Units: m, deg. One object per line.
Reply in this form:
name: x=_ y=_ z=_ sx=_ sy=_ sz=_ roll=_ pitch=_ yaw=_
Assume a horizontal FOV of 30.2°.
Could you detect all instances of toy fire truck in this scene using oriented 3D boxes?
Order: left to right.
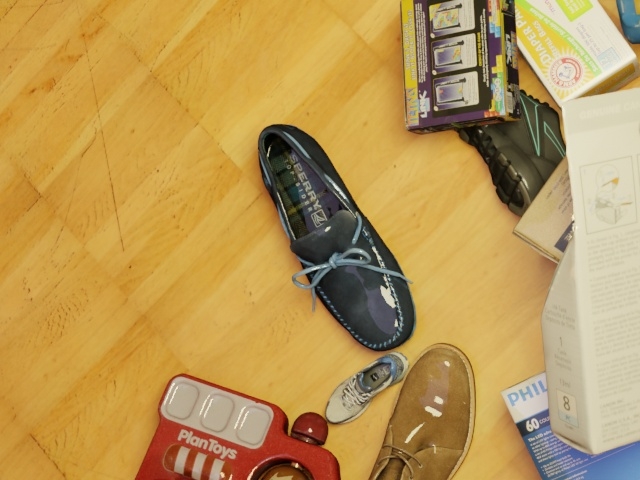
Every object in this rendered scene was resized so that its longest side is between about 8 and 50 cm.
toy fire truck: x=-0.105 y=0.327 z=1.566 sx=0.302 sy=0.169 sz=0.253 roll=15 pitch=72 yaw=18

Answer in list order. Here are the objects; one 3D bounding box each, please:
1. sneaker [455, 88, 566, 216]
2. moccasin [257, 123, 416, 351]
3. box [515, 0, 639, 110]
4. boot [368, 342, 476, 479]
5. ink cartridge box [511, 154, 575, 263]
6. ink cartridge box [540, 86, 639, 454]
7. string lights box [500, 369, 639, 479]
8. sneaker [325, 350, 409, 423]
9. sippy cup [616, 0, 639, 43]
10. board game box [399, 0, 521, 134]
sneaker: x=0.240 y=-0.152 z=1.531 sx=0.106 sy=0.101 sz=0.267 roll=-22 pitch=70 yaw=-15
moccasin: x=0.000 y=0.000 z=1.569 sx=0.138 sy=0.117 sz=0.342 roll=-37 pitch=76 yaw=12
box: x=0.301 y=-0.268 z=1.500 sx=0.114 sy=0.103 sz=0.203 roll=-35 pitch=76 yaw=12
boot: x=0.117 y=0.278 z=1.511 sx=0.112 sy=0.115 sz=0.305 roll=19 pitch=90 yaw=20
ink cartridge box: x=0.335 y=-0.053 z=1.402 sx=0.088 sy=0.235 sz=0.193 roll=36 pitch=97 yaw=19
ink cartridge box: x=0.387 y=0.012 z=1.313 sx=0.308 sy=0.091 sz=0.385 roll=-12 pitch=102 yaw=-21
string lights box: x=0.335 y=0.271 z=1.426 sx=0.133 sy=0.077 sz=0.259 roll=-27 pitch=79 yaw=14
sneaker: x=0.054 y=0.193 z=1.567 sx=0.135 sy=0.058 sz=0.052 roll=-43 pitch=74 yaw=11
sippy cup: x=0.455 y=-0.330 z=1.383 sx=0.224 sy=0.305 sz=0.240 roll=-10 pitch=102 yaw=17
board game box: x=0.172 y=-0.225 z=1.471 sx=0.141 sy=0.048 sz=0.170 roll=-5 pitch=85 yaw=35
